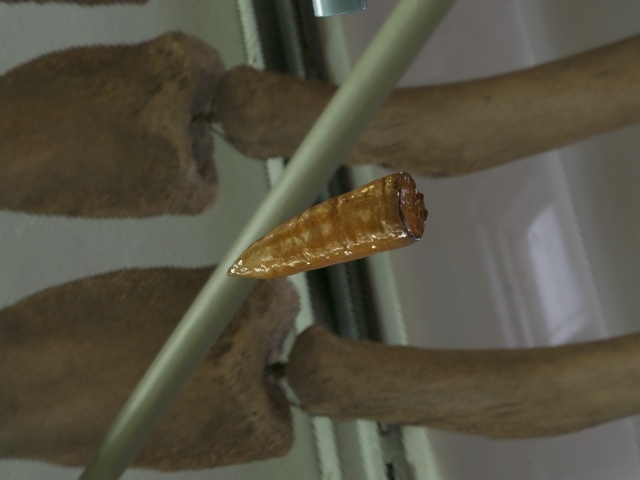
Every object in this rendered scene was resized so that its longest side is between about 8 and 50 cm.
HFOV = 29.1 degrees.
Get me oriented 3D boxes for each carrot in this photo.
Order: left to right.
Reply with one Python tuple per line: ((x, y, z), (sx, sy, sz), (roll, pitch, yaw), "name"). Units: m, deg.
((0.000, 0.000, 1.176), (0.072, 0.205, 0.072), (53, -155, -38), "carrot")

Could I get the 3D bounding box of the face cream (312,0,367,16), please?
((0.009, -0.432, 1.661), (0.077, 0.077, 0.250), (-18, -72, -31), "face cream")
